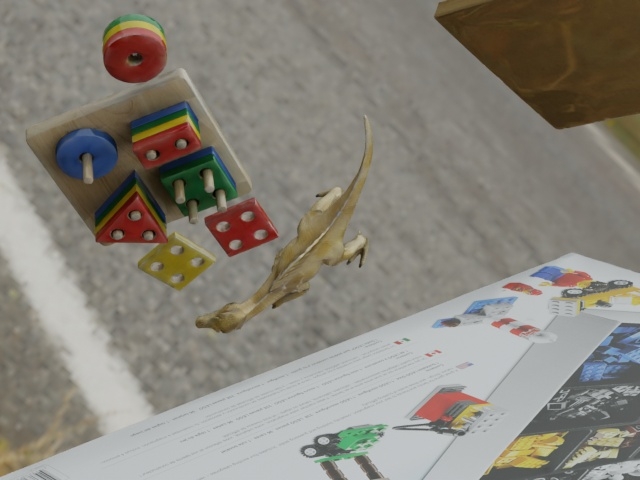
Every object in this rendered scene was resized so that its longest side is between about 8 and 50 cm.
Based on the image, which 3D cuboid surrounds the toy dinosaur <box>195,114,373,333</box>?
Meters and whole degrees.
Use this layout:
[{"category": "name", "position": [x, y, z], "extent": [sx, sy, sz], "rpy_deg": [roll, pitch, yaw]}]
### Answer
[{"category": "toy dinosaur", "position": [0.000, 0.000, 1.028], "extent": [0.053, 0.183, 0.092], "rpy_deg": [43, 22, 6]}]

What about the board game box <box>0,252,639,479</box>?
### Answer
[{"category": "board game box", "position": [0.054, 0.087, 0.585], "extent": [0.305, 0.053, 0.193], "rpy_deg": [-19, 24, -34]}]

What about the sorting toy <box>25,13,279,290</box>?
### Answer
[{"category": "sorting toy", "position": [-0.132, -0.044, 1.259], "extent": [0.274, 0.132, 0.046], "rpy_deg": [60, 14, -45]}]

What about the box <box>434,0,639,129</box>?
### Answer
[{"category": "box", "position": [0.210, -0.154, 1.306], "extent": [0.164, 0.021, 0.201], "rpy_deg": [38, -26, -28]}]
